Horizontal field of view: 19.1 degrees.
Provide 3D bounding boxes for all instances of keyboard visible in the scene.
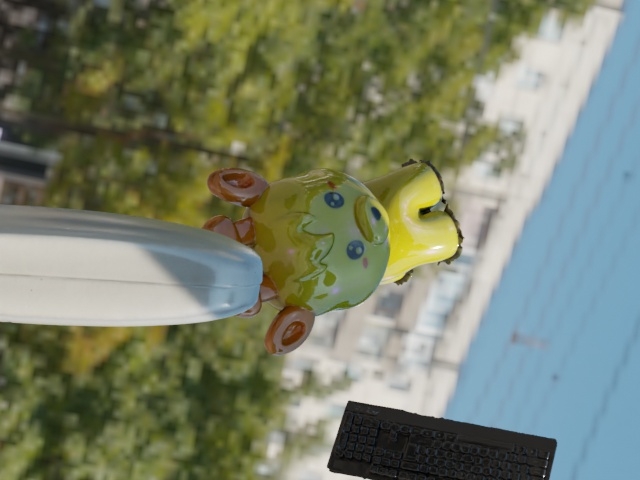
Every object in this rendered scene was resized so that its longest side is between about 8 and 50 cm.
[{"bbox_3d":[0.107,0.189,1.682,0.015,0.196,0.074,67,36,-63],"label":"keyboard"}]

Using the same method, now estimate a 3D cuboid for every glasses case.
[{"bbox_3d":[-0.123,0.010,0.836,0.076,0.197,0.049,-149,-116,-74],"label":"glasses case"}]

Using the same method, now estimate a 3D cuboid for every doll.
[{"bbox_3d":[0.000,0.000,1.427,0.135,0.221,0.143,-23,-94,46],"label":"doll"}]
